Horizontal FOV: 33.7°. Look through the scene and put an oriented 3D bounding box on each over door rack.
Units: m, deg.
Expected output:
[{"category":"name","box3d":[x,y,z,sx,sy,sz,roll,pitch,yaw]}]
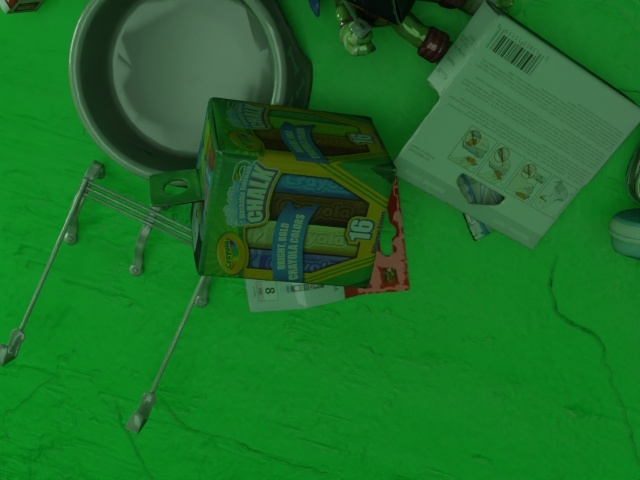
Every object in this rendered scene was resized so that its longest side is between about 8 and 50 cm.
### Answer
[{"category":"over door rack","box3d":[-0.295,0.079,1.538,0.239,0.108,0.324,25,84,2]}]

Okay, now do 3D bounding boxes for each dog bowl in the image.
[{"category":"dog bowl","box3d":[-0.189,-0.234,1.470,0.348,0.102,0.349,2,102,8]}]

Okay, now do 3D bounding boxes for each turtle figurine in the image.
[{"category":"turtle figurine","box3d":[0.115,-0.314,1.336,0.266,0.198,0.275,23,147,-14]}]

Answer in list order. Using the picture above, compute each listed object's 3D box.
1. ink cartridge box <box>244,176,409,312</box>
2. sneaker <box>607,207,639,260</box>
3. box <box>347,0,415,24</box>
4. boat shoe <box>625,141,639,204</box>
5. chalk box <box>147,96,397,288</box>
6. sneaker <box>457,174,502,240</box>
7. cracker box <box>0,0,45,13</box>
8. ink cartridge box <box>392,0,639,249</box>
[{"category":"ink cartridge box","box3d":[0.000,0.000,1.516,0.232,0.066,0.189,-5,102,14]},{"category":"sneaker","box3d":[0.508,0.079,1.389,0.318,0.127,0.208,11,106,-9]},{"category":"box","box3d":[0.030,-0.469,1.151,0.312,0.179,0.343,29,84,16]},{"category":"boat shoe","box3d":[0.489,-0.178,1.377,0.109,0.094,0.302,19,105,5]},{"category":"chalk box","box3d":[-0.073,-0.066,1.357,0.288,0.180,0.179,6,118,-14]},{"category":"sneaker","box3d":[0.218,-0.100,1.458,0.082,0.071,0.191,-20,107,6]},{"category":"cracker box","box3d":[-0.386,-0.438,1.425,0.232,0.067,0.156,-37,84,35]},{"category":"ink cartridge box","box3d":[0.249,-0.141,1.380,0.275,0.060,0.239,26,112,-28]}]
